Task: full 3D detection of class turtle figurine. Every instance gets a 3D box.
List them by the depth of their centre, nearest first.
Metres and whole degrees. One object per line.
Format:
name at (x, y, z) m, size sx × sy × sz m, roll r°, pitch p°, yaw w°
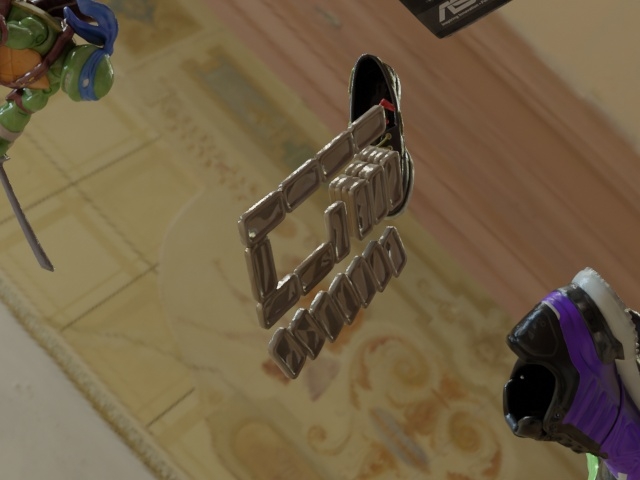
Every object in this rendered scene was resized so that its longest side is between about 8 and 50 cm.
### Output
turtle figurine at (-0.342, -0.141, 1.093) m, size 0.266 × 0.275 × 0.198 m, roll 28°, pitch -169°, yaw 15°

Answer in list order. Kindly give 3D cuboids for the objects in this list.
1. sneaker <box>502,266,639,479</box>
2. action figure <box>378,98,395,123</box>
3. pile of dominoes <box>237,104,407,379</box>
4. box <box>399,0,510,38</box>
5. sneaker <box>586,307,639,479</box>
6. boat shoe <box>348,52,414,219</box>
sneaker at (0.260, 0.168, 1.237) m, size 0.146 × 0.293 × 0.102 m, roll -31°, pitch -145°, yaw -8°
action figure at (0.046, -0.119, 1.360) m, size 0.030 × 0.038 × 0.115 m, roll 43°, pitch -128°, yaw 6°
pile of dominoes at (0.000, 0.000, 1.133) m, size 0.040 × 0.196 × 0.251 m, roll 13°, pitch -143°, yaw 31°
box at (0.143, -0.323, 0.721) m, size 0.318 × 0.395 × 0.097 m, roll 33°, pitch -138°, yaw -41°
sneaker at (0.448, 0.266, 1.624) m, size 0.185 × 0.202 × 0.483 m, roll 25°, pitch -140°, yaw -15°
boat shoe at (0.075, -0.142, 1.624) m, size 0.068 × 0.081 × 0.228 m, roll 37°, pitch -135°, yaw -66°
